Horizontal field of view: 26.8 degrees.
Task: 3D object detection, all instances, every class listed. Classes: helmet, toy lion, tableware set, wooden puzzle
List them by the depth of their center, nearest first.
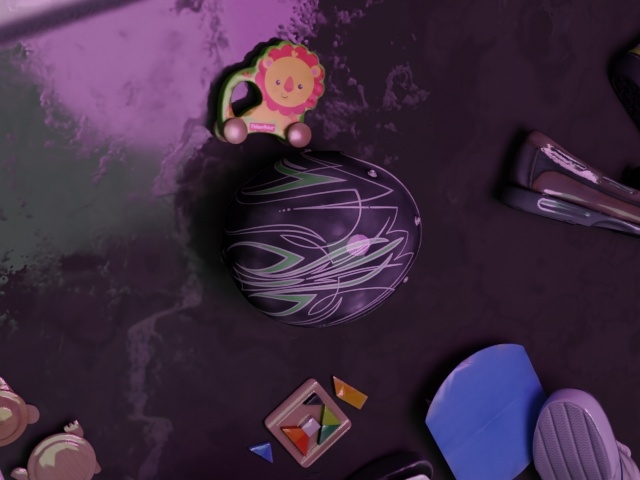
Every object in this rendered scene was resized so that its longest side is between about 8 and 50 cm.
[{"bbox_3d":[0.000,0.000,1.204,0.169,0.161,0.169,-7,108,-22],"label":"helmet"},{"bbox_3d":[-0.293,0.211,1.216,0.168,0.020,0.141,-44,115,-6],"label":"tableware set"},{"bbox_3d":[-0.044,-0.135,1.223,0.100,0.034,0.096,1,97,-24],"label":"toy lion"},{"bbox_3d":[-0.011,0.182,1.336,0.116,0.014,0.078,-48,117,-4],"label":"wooden puzzle"}]

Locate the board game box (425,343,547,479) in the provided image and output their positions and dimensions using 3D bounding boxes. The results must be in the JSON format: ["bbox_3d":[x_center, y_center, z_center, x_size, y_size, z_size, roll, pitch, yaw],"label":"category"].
[{"bbox_3d":[0.171,0.181,1.408,0.133,0.033,0.169,-38,122,-15],"label":"board game box"}]

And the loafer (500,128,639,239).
[{"bbox_3d":[0.312,-0.046,1.373,0.267,0.096,0.084,12,94,-24],"label":"loafer"}]

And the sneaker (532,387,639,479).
[{"bbox_3d":[0.294,0.246,1.452,0.091,0.094,0.258,-53,137,-41],"label":"sneaker"}]

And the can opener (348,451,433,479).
[{"bbox_3d":[-0.010,0.296,1.337,0.280,0.093,0.074,-19,110,-9],"label":"can opener"}]

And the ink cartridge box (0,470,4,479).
[{"bbox_3d":[-0.333,0.118,1.047,0.100,0.237,0.172,-26,113,-15],"label":"ink cartridge box"}]

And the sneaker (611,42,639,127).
[{"bbox_3d":[0.393,-0.124,1.389,0.097,0.084,0.235,-42,117,-9],"label":"sneaker"}]
